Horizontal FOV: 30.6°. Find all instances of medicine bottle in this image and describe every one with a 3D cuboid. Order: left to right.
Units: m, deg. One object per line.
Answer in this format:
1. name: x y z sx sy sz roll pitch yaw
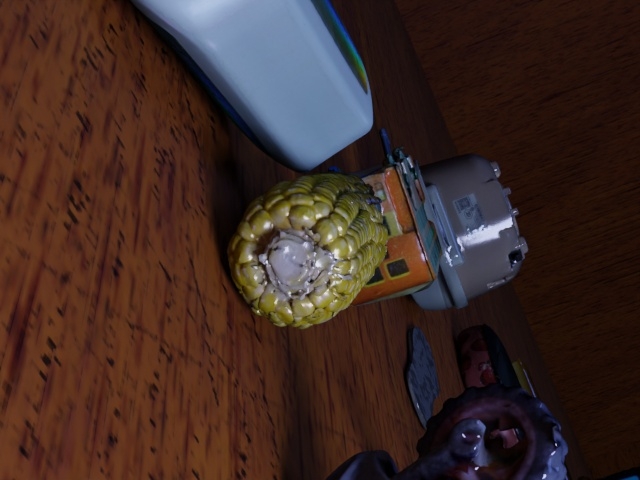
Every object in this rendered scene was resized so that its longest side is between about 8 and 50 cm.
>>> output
1. medicine bottle: -0.050 -0.129 0.565 0.121 0.083 0.229 60 6 28

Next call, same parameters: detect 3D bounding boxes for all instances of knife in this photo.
1. knife: 0.083 -0.101 1.390 0.096 0.010 0.027 -100 166 -46

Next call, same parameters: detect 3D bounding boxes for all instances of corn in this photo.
1. corn: 0.000 0.000 0.622 0.203 0.072 0.072 -28 97 -80

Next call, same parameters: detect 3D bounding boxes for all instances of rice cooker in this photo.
1. rice cooker: 0.125 -0.010 1.116 0.206 0.127 0.145 54 16 -83

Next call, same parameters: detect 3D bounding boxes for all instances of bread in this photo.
1. bread: 0.327 0.294 1.761 0.088 0.049 0.226 45 26 -66

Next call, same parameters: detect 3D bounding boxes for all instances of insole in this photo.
1. insole: 0.088 0.115 1.008 0.193 0.006 0.065 -56 125 -77

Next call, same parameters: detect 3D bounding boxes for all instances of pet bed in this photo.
1. pet bed: 0.211 0.191 1.365 0.201 0.053 0.201 -21 90 -81

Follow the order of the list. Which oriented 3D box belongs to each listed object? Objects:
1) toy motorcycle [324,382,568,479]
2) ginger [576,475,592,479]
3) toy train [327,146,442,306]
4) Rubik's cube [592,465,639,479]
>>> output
1. toy motorcycle: 0.042 0.157 0.461 0.080 0.122 0.215 45 38 -42
2. ginger: 0.410 0.432 1.868 0.162 0.073 0.103 60 26 -68
3. toy train: 0.041 -0.012 0.851 0.188 0.072 0.099 -45 120 -79
4. Rubik's cube: 0.308 0.340 1.210 0.182 0.184 0.187 41 29 -68
